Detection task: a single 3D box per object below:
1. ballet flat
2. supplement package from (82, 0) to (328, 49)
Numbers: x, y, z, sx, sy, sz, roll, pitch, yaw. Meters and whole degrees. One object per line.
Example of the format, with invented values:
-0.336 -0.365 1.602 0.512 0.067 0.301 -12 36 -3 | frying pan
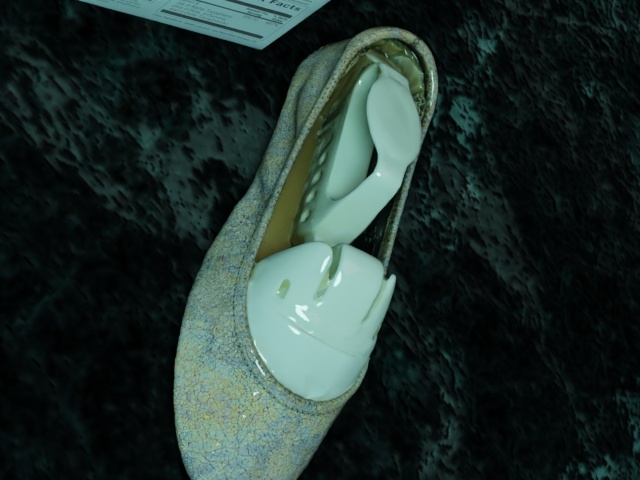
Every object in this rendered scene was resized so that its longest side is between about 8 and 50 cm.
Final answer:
0.000 0.000 0.837 0.108 0.106 0.316 30 57 -26 | ballet flat
-0.105 -0.253 0.830 0.262 0.145 0.204 11 66 -35 | supplement package
